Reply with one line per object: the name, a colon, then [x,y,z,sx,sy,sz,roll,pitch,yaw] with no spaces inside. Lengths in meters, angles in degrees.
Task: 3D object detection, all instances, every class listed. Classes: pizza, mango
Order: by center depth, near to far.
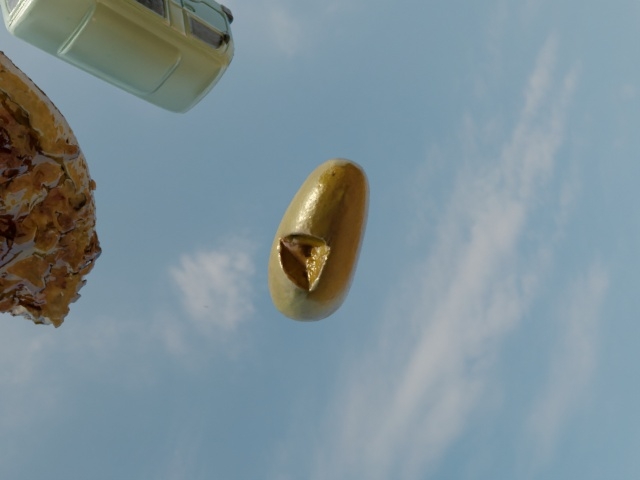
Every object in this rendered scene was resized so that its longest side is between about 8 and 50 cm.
pizza: [-0.252,-0.025,0.486,0.161,0.305,0.085,-22,-125,-19]
mango: [0.000,0.000,0.933,0.130,0.167,0.261,14,-69,-7]

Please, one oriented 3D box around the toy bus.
toy bus: [-0.231,-0.262,0.776,0.271,0.133,0.164,21,-140,-44]
